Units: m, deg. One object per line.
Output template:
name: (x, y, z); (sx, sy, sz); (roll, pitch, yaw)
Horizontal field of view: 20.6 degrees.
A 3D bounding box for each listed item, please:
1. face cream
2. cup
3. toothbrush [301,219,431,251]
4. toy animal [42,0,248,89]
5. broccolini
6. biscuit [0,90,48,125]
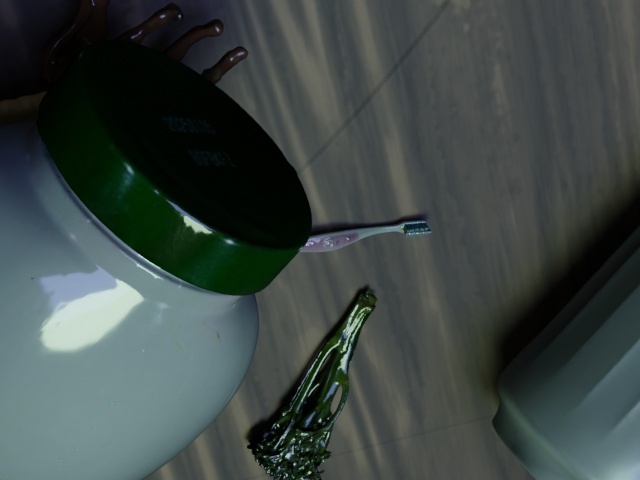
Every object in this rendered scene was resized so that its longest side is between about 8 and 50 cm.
face cream: (-0.193, 0.049, 1.292); (0.312, 0.219, 0.357); (28, 118, -32)
cup: (0.364, 0.138, 1.592); (0.327, 0.323, 0.237); (-49, 165, 6)
toothbrush: (0.000, 0.000, 1.539); (0.204, 0.022, 0.017); (-7, 116, -15)
toy animal: (-0.139, -0.083, 1.410); (0.224, 0.066, 0.229); (31, 115, -26)
broccolini: (0.003, 0.138, 1.590); (0.074, 0.058, 0.201); (15, 111, -35)
biscuit: (-0.284, -0.036, 1.365); (0.250, 0.030, 0.160); (-13, 132, -2)
